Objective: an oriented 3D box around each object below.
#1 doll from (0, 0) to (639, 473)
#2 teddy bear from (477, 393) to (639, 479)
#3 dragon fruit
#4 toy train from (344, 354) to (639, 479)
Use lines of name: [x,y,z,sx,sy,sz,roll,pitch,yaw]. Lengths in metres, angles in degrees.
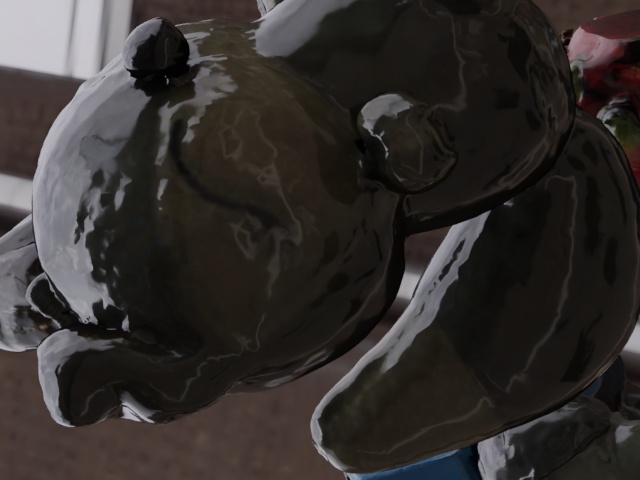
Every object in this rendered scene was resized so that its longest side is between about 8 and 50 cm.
doll: [0.013,0.015,1.043,0.382,0.252,0.378,-37,-69,-2]
teddy bear: [0.209,0.208,1.368,0.251,0.144,0.171,50,-146,-28]
dragon fruit: [0.231,-0.076,1.345,0.166,0.160,0.172,-36,-58,-53]
toy train: [0.162,0.173,1.665,0.188,0.265,0.300,64,-157,-20]
